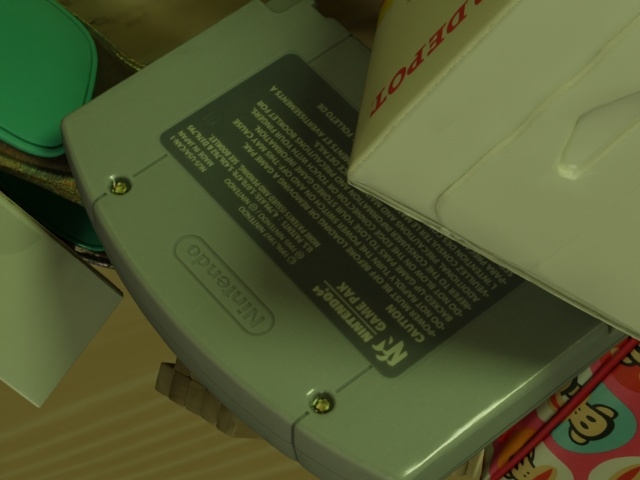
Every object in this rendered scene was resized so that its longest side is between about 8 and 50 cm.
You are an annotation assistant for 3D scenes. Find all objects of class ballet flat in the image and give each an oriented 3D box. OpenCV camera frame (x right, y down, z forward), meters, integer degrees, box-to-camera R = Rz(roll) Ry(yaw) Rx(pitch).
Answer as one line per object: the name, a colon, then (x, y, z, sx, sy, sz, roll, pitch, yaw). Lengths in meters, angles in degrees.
ballet flat: (-0.133, -0.006, 1.119, 0.221, 0.077, 0.079, 21, 157, -10)
ballet flat: (-0.152, -0.069, 1.005, 0.348, 0.123, 0.123, 25, 137, -24)

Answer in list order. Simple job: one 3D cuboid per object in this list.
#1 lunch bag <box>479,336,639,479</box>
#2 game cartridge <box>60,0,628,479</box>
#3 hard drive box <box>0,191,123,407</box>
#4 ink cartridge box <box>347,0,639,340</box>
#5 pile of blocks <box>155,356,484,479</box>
lunch bag: (0.225, 0.100, 0.972, 0.258, 0.120, 0.293, 25, 138, -12)
game cartridge: (0.000, 0.000, 0.887, 0.297, 0.198, 0.062, 46, 163, 27)
hard drive box: (-0.254, -0.004, 1.037, 0.181, 0.089, 0.232, 42, 168, -26)
ink cartridge box: (0.158, -0.128, 0.758, 0.197, 0.270, 0.198, 28, 136, -17)
pile of blocks: (0.072, 0.096, 1.169, 0.362, 0.149, 0.112, 14, 96, -15)
